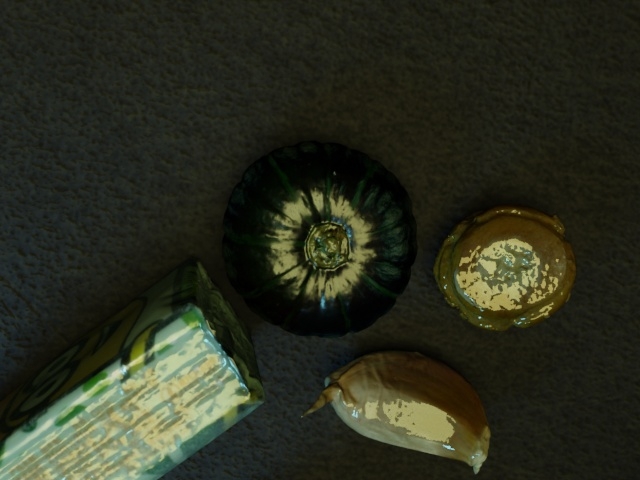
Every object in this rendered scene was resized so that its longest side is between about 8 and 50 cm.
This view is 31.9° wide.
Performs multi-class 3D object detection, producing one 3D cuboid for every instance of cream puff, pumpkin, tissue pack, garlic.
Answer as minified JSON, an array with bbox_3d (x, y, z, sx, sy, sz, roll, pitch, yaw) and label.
[{"bbox_3d":[0.188,0.028,1.152,0.143,0.103,0.126,-9,87,-4],"label":"cream puff"},{"bbox_3d":[0.000,0.000,1.113,0.201,0.140,0.202,-1,101,-7],"label":"pumpkin"},{"bbox_3d":[-0.210,0.166,1.076,0.310,0.228,0.128,-36,102,1],"label":"tissue pack"},{"bbox_3d":[0.075,0.169,1.151,0.198,0.128,0.090,20,112,-11],"label":"garlic"}]
